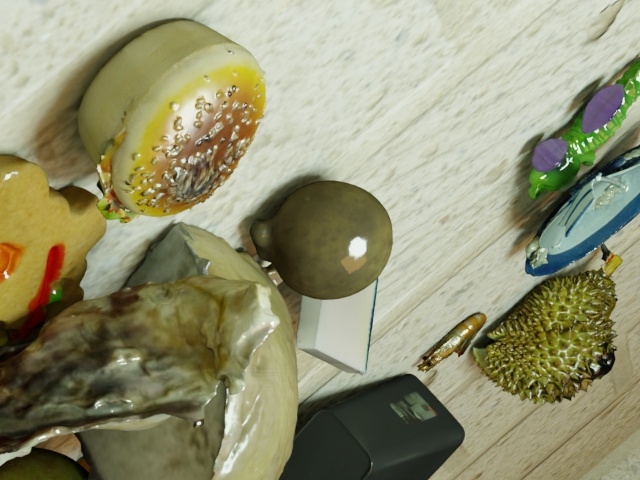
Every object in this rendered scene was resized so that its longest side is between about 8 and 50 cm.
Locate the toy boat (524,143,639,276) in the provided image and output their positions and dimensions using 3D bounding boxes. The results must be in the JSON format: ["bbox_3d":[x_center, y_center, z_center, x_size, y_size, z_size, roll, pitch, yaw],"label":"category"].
[{"bbox_3d":[0.316,-0.052,1.489,0.210,0.070,0.291,-41,169,-9],"label":"toy boat"}]

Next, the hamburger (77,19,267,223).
[{"bbox_3d":[-0.094,-0.070,0.873,0.141,0.081,0.126,-42,157,0],"label":"hamburger"}]

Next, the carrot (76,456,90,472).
[{"bbox_3d":[-0.181,0.280,1.335,0.067,0.067,0.225,-35,144,-12],"label":"carrot"}]

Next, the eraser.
[{"bbox_3d":[0.017,0.065,1.279,0.150,0.023,0.103,36,60,-66],"label":"eraser"}]

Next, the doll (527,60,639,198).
[{"bbox_3d":[0.281,-0.115,1.412,0.190,0.050,0.115,-48,165,7],"label":"doll"}]

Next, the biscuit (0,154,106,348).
[{"bbox_3d":[-0.244,0.042,0.899,0.239,0.041,0.212,-34,158,-18],"label":"biscuit"}]

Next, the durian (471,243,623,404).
[{"bbox_3d":[0.330,0.126,1.799,0.237,0.138,0.193,-45,156,9],"label":"durian"}]

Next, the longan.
[{"bbox_3d":[0.000,0.000,1.132,0.119,0.106,0.106,0,145,-10],"label":"longan"}]

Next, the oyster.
[{"bbox_3d":[-0.182,0.107,0.944,0.271,0.100,0.275,-32,-170,-30],"label":"oyster"}]

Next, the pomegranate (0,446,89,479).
[{"bbox_3d":[-0.238,0.270,1.095,0.180,0.209,0.180,-32,172,-5],"label":"pomegranate"}]

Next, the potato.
[{"bbox_3d":[-0.060,0.126,1.136,0.211,0.189,0.264,-49,156,18],"label":"potato"}]

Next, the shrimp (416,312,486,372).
[{"bbox_3d":[0.166,0.135,1.710,0.114,0.023,0.083,-40,160,-12],"label":"shrimp"}]

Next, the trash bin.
[{"bbox_3d":[0.042,0.258,1.604,0.165,0.115,0.225,-50,158,21],"label":"trash bin"}]
